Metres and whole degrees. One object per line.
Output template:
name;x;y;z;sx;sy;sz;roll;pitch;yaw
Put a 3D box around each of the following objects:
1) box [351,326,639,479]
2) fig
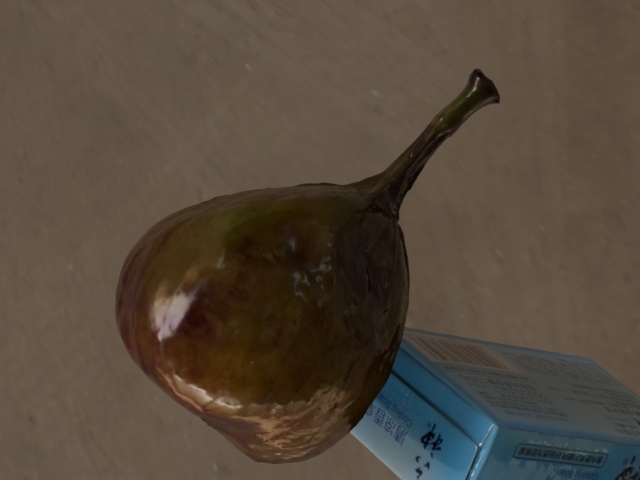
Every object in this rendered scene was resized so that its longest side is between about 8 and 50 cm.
box;0.144;0.136;1.288;0.232;0.142;0.083;13;107;-41
fig;0.015;0.025;1.178;0.290;0.190;0.191;-24;110;-4
